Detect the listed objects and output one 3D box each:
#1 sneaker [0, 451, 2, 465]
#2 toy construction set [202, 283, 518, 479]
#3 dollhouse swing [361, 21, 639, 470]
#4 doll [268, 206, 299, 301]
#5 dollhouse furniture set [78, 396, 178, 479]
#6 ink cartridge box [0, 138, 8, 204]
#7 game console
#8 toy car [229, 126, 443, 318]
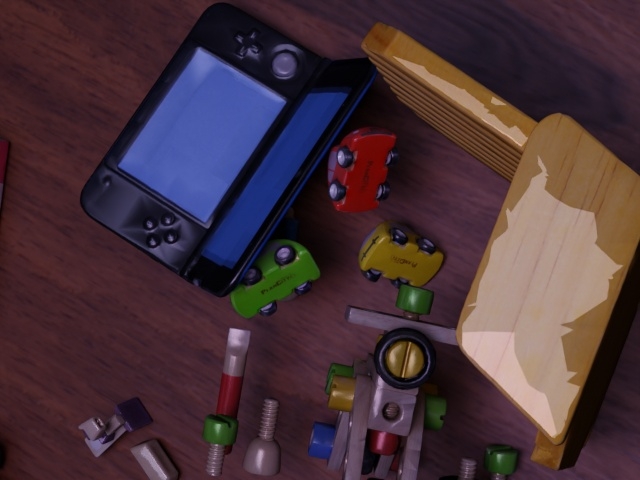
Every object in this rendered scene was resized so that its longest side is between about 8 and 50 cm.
[{"bbox_3d":[-0.458,0.251,1.675,0.135,0.097,0.276,-35,68,-1],"label":"sneaker"},{"bbox_3d":[0.032,0.144,1.420,0.309,0.257,0.237,12,99,22],"label":"toy construction set"},{"bbox_3d":[0.147,0.011,1.326,0.305,0.347,0.315,21,88,15],"label":"dollhouse swing"},{"bbox_3d":[-0.088,-0.004,1.581,0.129,0.046,0.189,-42,76,0],"label":"doll"},{"bbox_3d":[-0.231,0.258,1.610,0.081,0.091,0.114,-42,79,29],"label":"dollhouse furniture set"},{"bbox_3d":[-0.487,-0.017,1.690,0.172,0.100,0.237,8,90,20],"label":"ink cartridge box"},{"bbox_3d":[-0.105,-0.109,1.492,0.250,0.173,0.293,32,83,13],"label":"game console"},{"bbox_3d":[0.000,0.000,1.455,0.225,0.239,0.053,-30,45,-3],"label":"toy car"}]
